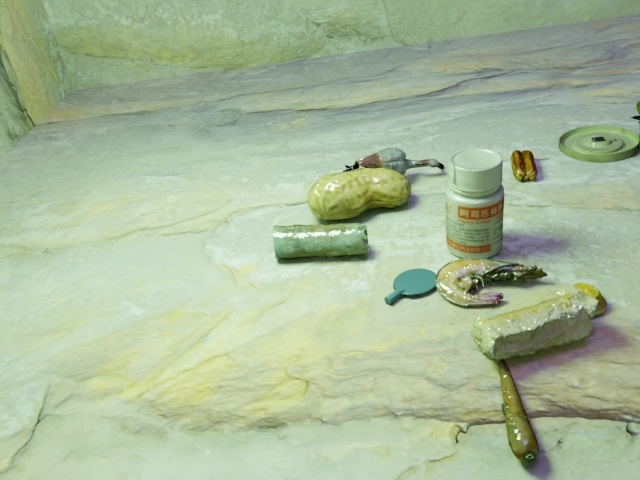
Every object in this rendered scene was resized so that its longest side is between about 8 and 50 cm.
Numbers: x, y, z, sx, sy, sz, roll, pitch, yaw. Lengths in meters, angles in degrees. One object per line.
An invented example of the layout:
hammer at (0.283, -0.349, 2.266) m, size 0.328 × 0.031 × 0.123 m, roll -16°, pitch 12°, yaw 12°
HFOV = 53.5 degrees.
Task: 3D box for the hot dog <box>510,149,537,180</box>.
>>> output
hot dog at (0.610, -0.228, 1.910) m, size 0.071 × 0.045 × 0.165 m, roll -3°, pitch 31°, yaw 13°

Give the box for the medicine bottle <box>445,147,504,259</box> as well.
medicine bottle at (0.374, -0.089, 1.545) m, size 0.144 × 0.252 × 0.144 m, roll -6°, pitch 29°, yaw 4°

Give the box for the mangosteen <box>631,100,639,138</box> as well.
mangosteen at (1.046, -0.354, 1.853) m, size 0.242 × 0.243 × 0.243 m, roll -7°, pitch 31°, yaw 4°

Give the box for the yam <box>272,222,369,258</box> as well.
yam at (0.000, 0.000, 1.658) m, size 0.259 × 0.093 × 0.093 m, roll -2°, pitch 32°, yaw 11°

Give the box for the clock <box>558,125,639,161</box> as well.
clock at (0.868, -0.307, 1.986) m, size 0.235 × 0.029 × 0.235 m, roll -7°, pitch 31°, yaw 4°

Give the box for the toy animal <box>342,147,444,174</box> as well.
toy animal at (0.222, -0.234, 1.930) m, size 0.324 × 0.090 × 0.195 m, roll -6°, pitch 0°, yaw 4°

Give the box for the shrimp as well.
shrimp at (0.388, 0.095, 1.446) m, size 0.251 × 0.052 × 0.144 m, roll -7°, pitch 42°, yaw 15°

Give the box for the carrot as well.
carrot at (0.344, 0.293, 1.132) m, size 0.049 × 0.049 × 0.254 m, roll -4°, pitch 27°, yaw 8°

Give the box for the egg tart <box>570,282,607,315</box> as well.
egg tart at (0.561, 0.122, 1.357) m, size 0.105 × 0.039 × 0.105 m, roll -5°, pitch 32°, yaw 3°

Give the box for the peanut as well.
peanut at (0.113, -0.135, 1.817) m, size 0.305 × 0.147 × 0.147 m, roll -14°, pitch 31°, yaw -16°

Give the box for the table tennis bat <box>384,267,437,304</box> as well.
table tennis bat at (0.210, 0.107, 1.494) m, size 0.155 × 0.019 × 0.100 m, roll -29°, pitch 37°, yaw -32°

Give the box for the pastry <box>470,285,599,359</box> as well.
pastry at (0.428, 0.167, 1.270) m, size 0.258 × 0.089 × 0.121 m, roll -15°, pitch 28°, yaw -11°
